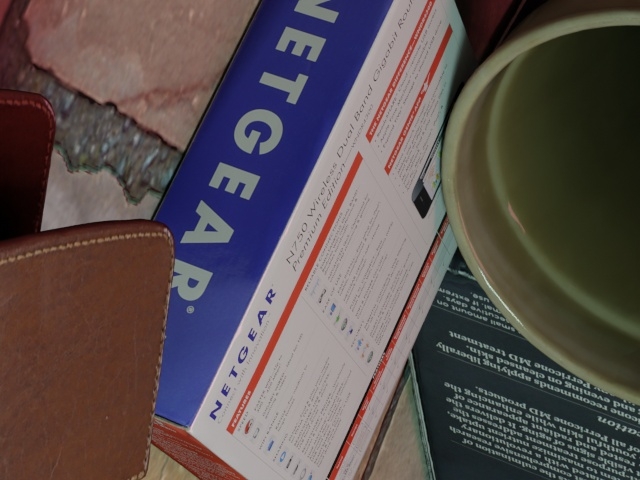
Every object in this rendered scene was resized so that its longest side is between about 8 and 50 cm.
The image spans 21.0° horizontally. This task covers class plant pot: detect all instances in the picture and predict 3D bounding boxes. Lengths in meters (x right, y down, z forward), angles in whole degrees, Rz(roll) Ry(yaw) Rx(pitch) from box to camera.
[{"bbox_3d":[0.282,-0.086,1.193,0.280,0.323,0.323,-54,153,-42],"label":"plant pot"}]

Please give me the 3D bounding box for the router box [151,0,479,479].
[{"bbox_3d":[0.000,0.000,1.127,0.335,0.082,0.301,-65,157,-14],"label":"router box"}]

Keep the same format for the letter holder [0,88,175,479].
[{"bbox_3d":[-0.187,0.012,0.608,0.302,0.152,0.214,-23,127,-62],"label":"letter holder"}]

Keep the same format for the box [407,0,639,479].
[{"bbox_3d":[0.306,-0.003,1.578,0.480,0.297,0.472,-59,158,-26],"label":"box"}]
